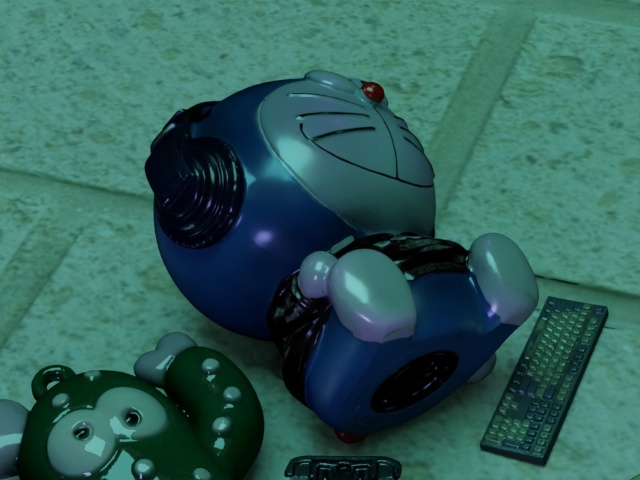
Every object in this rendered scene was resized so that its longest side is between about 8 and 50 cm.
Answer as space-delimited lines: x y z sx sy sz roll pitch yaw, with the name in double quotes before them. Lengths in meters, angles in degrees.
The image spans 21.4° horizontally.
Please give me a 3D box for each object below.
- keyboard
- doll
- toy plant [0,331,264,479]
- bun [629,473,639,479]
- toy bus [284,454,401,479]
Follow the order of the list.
"keyboard" 0.186 0.111 1.389 0.055 0.014 0.176 11 46 23
"doll" 0.000 0.000 1.378 0.284 0.240 0.310 8 41 -49
"toy plant" -0.151 0.176 1.290 0.233 0.112 0.243 -10 49 -11
"bun" 0.311 0.272 1.064 0.361 0.213 0.361 -9 55 13
"toy bus" 0.014 0.247 1.209 0.087 0.089 0.194 0 43 5
